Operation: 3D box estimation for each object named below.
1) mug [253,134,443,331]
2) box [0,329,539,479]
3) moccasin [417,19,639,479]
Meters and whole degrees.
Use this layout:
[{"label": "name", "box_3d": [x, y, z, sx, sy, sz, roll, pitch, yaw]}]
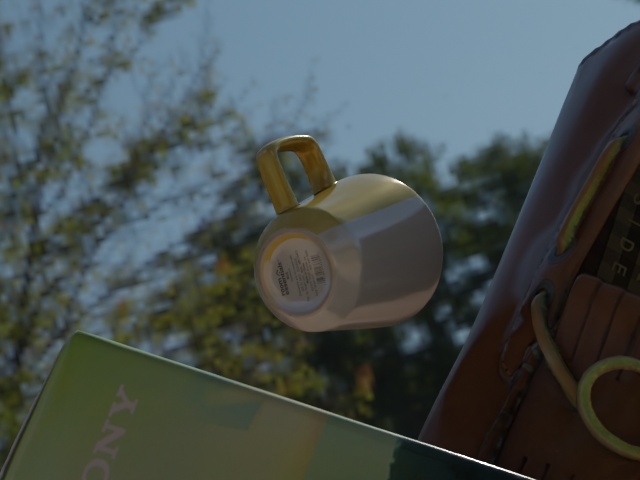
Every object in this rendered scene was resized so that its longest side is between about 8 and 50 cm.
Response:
[{"label": "mug", "box_3d": [0.000, 0.004, 0.713, 0.064, 0.078, 0.062, -16, -43, -60]}, {"label": "box", "box_3d": [0.097, 0.126, 0.468, 0.322, 0.058, 0.232, 15, -19, 14]}, {"label": "moccasin", "box_3d": [0.130, 0.062, 0.684, 0.139, 0.380, 0.147, 33, -30, -11]}]
